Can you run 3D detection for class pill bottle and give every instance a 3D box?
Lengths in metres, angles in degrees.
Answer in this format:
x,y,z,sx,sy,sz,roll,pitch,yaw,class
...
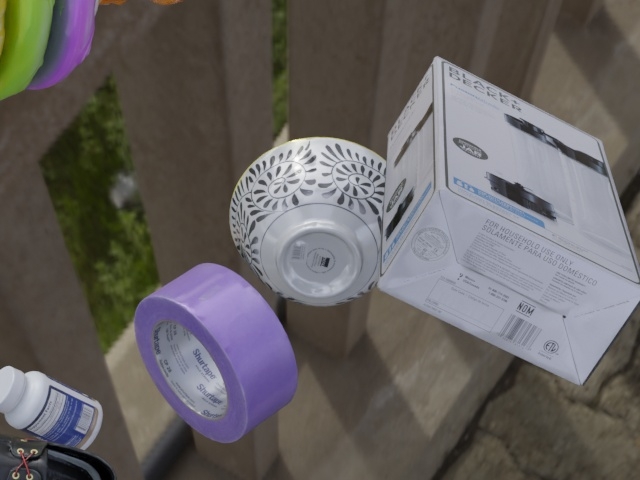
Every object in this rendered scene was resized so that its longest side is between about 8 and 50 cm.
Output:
x,y,z,sx,sy,sz,roll,pitch,yaw,class
-0.307,0.185,1.592,0.120,0.067,0.067,33,61,-35,pill bottle

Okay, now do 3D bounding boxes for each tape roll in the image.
x,y,z,sx,sy,sz,roll,pitch,yaw,class
-0.118,0.126,1.604,0.080,0.189,0.189,-34,70,-33,tape roll

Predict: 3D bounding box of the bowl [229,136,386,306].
x,y,z,sx,sy,sz,roll,pitch,yaw,class
0.000,0.000,1.285,0.170,0.170,0.080,2,30,0,bowl

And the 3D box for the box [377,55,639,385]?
x,y,z,sx,sy,sz,roll,pitch,yaw,class
0.138,-0.027,1.095,0.169,0.087,0.290,26,24,-7,box

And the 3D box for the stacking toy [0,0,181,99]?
x,y,z,sx,sy,sz,roll,pitch,yaw,class
-0.170,-0.124,0.687,0.302,0.166,0.175,-17,48,-42,stacking toy

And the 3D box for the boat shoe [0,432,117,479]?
x,y,z,sx,sy,sz,roll,pitch,yaw,class
-0.207,0.160,1.016,0.133,0.042,0.049,21,55,-33,boat shoe
